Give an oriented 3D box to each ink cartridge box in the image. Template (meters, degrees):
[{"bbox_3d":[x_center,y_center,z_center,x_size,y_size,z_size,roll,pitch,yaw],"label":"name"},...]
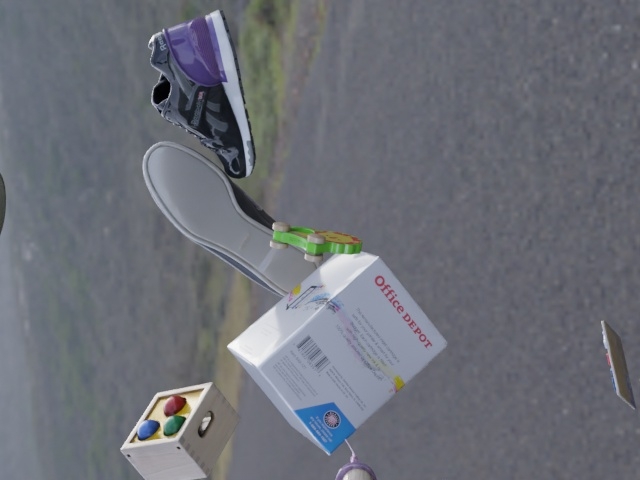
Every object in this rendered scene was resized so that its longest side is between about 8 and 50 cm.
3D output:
[{"bbox_3d":[0.023,0.150,1.852,0.171,0.233,0.168,53,169,-16],"label":"ink cartridge box"}]

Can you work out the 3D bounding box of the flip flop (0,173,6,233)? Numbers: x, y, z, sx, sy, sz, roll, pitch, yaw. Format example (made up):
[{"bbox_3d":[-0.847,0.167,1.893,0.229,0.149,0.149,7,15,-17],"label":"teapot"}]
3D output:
[{"bbox_3d":[-0.437,0.032,1.559,0.112,0.080,0.277,38,-119,-44],"label":"flip flop"}]

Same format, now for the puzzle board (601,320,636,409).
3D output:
[{"bbox_3d":[0.482,0.203,2.107,0.096,0.011,0.128,38,-140,-54],"label":"puzzle board"}]

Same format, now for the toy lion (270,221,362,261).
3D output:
[{"bbox_3d":[0.000,0.000,1.676,0.100,0.096,0.034,19,107,39],"label":"toy lion"}]

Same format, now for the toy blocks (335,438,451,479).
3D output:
[{"bbox_3d":[0.103,0.416,1.646,0.260,0.309,0.288,-83,-29,-78],"label":"toy blocks"}]

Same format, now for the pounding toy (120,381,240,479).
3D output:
[{"bbox_3d":[-0.239,0.287,2.056,0.094,0.206,0.181,56,-139,-24],"label":"pounding toy"}]

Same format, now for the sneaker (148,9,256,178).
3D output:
[{"bbox_3d":[-0.169,-0.193,1.805,0.283,0.124,0.107,80,173,-47],"label":"sneaker"}]

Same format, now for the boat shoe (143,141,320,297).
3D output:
[{"bbox_3d":[-0.142,-0.025,1.995,0.112,0.335,0.095,-51,13,-5],"label":"boat shoe"}]
